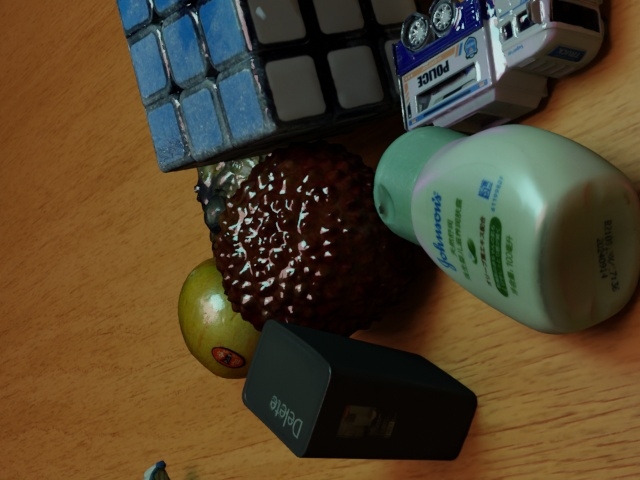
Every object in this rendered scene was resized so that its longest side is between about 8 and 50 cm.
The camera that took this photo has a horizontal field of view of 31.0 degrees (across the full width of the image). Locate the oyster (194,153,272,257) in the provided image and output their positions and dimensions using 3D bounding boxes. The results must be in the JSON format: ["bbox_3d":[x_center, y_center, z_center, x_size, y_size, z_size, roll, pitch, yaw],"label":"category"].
[{"bbox_3d":[-0.142,-0.101,1.894,0.221,0.096,0.361,-36,53,36],"label":"oyster"}]

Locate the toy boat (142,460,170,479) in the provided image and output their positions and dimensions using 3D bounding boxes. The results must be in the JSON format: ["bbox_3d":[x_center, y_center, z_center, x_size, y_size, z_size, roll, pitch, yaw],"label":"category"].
[{"bbox_3d":[-0.221,0.465,1.802,0.115,0.114,0.262,-16,60,18],"label":"toy boat"}]

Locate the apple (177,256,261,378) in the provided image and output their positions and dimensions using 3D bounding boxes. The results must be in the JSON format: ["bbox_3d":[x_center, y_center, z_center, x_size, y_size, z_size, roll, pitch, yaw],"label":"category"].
[{"bbox_3d":[-0.129,0.118,1.720,0.182,0.183,0.155,47,120,52],"label":"apple"}]

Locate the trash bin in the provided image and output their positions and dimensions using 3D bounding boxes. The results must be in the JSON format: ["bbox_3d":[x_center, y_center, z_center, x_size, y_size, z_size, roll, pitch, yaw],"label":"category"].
[{"bbox_3d":[0.048,0.188,1.379,0.165,0.226,0.115,31,104,55],"label":"trash bin"}]

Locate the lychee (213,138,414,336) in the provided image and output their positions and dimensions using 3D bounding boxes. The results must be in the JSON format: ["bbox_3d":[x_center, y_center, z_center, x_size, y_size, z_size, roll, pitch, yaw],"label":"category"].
[{"bbox_3d":[0.000,0.000,1.507,0.264,0.300,0.264,36,147,28],"label":"lychee"}]

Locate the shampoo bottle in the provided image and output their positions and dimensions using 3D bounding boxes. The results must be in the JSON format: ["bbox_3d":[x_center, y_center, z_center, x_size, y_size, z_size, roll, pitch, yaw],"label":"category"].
[{"bbox_3d":[0.191,-0.034,1.295,0.349,0.151,0.221,31,138,55],"label":"shampoo bottle"}]

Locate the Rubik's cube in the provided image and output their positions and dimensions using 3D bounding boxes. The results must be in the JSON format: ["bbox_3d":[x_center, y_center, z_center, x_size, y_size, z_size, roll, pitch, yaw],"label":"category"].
[{"bbox_3d":[-0.065,-0.278,1.573,0.305,0.304,0.300,-12,94,55],"label":"Rubik's cube"}]

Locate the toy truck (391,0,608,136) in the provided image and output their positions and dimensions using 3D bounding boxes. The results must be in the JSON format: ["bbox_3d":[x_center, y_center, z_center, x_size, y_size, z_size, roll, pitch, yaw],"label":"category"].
[{"bbox_3d":[0.214,-0.225,1.379,0.268,0.124,0.155,-25,66,53],"label":"toy truck"}]
